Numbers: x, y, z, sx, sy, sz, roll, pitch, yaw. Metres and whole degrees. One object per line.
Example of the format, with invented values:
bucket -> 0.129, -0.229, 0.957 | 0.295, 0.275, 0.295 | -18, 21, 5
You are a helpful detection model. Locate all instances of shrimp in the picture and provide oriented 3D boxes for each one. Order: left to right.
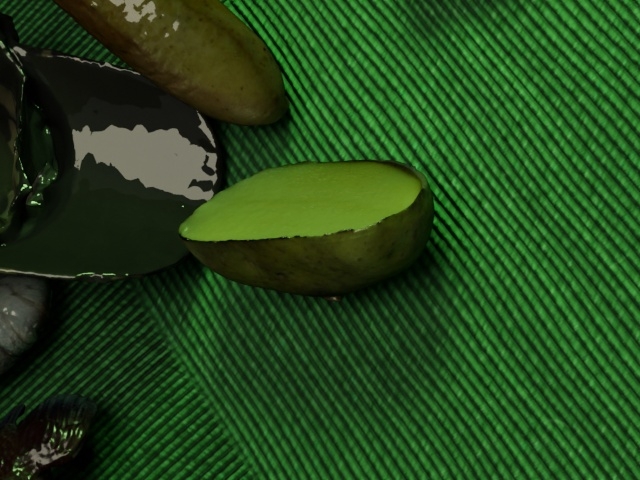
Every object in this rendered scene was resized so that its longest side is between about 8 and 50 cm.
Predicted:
shrimp -> -0.454, 0.132, 1.921 | 0.343, 0.116, 0.145 | -32, 64, 11

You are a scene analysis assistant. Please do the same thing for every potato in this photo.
potato -> 0.000, 0.000, 1.701 | 0.271, 0.160, 0.111 | -4, 118, 30

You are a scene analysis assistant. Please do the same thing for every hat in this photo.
hat -> -0.311, -0.057, 1.894 | 0.381, 0.257, 0.366 | 20, 68, -3

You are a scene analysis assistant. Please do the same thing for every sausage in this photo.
sausage -> -0.235, -0.294, 1.817 | 0.501, 0.136, 0.123 | 42, 115, 11

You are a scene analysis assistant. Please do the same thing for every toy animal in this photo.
toy animal -> -0.335, 0.252, 1.790 | 0.116, 0.179, 0.218 | 44, 100, 3
